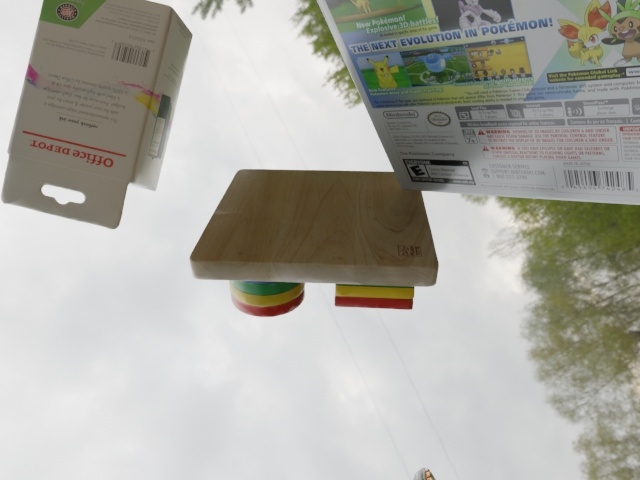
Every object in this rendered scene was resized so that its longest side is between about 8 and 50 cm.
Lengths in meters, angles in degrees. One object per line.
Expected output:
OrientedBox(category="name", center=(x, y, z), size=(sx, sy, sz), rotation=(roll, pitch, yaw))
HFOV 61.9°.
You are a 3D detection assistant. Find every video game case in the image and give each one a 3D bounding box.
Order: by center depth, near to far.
OrientedBox(category="video game case", center=(0.173, -0.154, 0.494), size=(0.036, 0.328, 0.300), rotation=(-57, -45, -27))

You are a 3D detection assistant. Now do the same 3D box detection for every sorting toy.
OrientedBox(category="sorting toy", center=(0.000, 0.000, 0.665), size=(0.255, 0.090, 0.257), rotation=(2, -151, 4))

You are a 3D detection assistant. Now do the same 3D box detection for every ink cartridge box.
OrientedBox(category="ink cartridge box", center=(-0.357, -0.206, 0.864), size=(0.206, 0.354, 0.119), rotation=(14, 180, 2))

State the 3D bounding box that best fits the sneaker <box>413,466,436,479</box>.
OrientedBox(category="sneaker", center=(0.129, 0.397, 0.701), size=(0.084, 0.083, 0.215), rotation=(59, -157, -21))
